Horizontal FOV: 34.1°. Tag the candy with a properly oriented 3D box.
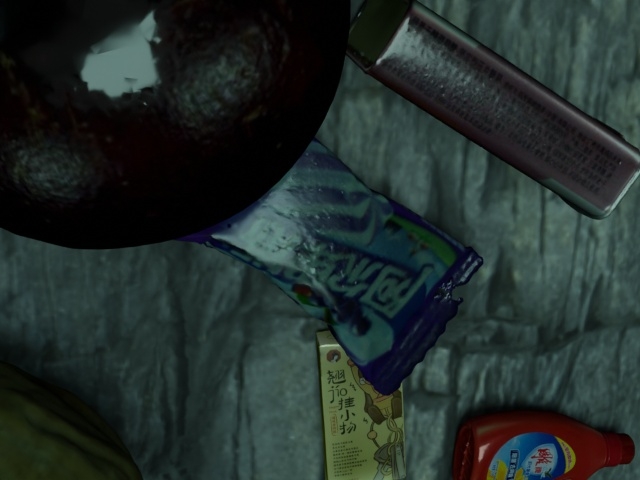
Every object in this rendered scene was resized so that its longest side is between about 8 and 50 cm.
[{"bbox_3d":[0.000,0.000,0.825,0.275,0.070,0.145,37,89,-18],"label":"candy"}]

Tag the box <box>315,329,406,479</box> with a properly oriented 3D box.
[{"bbox_3d":[0.036,0.144,0.903,0.073,0.020,0.149,-8,109,-9],"label":"box"}]

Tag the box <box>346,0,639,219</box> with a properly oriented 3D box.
[{"bbox_3d":[0.128,-0.107,0.789,0.224,0.120,0.069,29,103,-21],"label":"box"}]

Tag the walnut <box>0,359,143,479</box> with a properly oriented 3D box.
[{"bbox_3d":[-0.257,0.212,0.752,0.283,0.227,0.283,8,71,-23],"label":"walnut"}]

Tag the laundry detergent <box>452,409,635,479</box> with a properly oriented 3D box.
[{"bbox_3d":[0.205,0.198,0.943,0.165,0.049,0.097,1,115,-14],"label":"laundry detergent"}]

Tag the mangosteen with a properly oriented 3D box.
[{"bbox_3d":[-0.120,-0.145,0.619,0.297,0.313,0.297,6,63,-13],"label":"mangosteen"}]
